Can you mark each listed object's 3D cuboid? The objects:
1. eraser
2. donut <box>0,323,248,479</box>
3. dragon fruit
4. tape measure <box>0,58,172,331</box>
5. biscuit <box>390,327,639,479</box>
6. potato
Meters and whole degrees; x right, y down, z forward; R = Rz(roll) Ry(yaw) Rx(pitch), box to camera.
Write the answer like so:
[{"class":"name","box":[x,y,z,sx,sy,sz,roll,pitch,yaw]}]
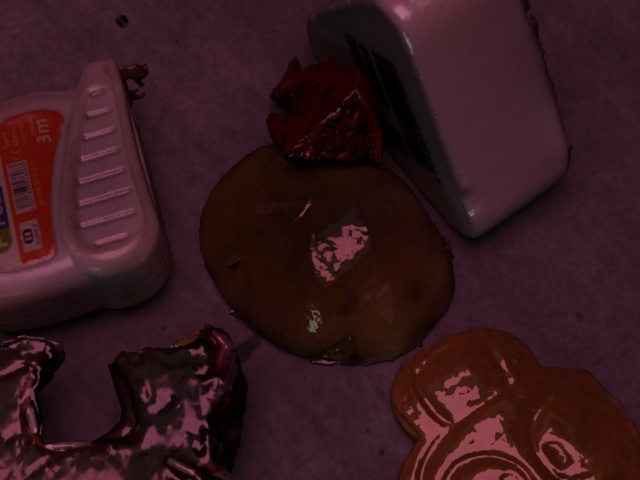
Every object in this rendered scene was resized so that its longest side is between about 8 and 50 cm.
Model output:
[{"class":"eraser","box":[0.140,-0.161,1.844,0.150,0.331,0.331,-36,71,-12]},{"class":"donut","box":[-0.241,0.218,1.730,0.345,0.136,0.259,-5,68,0]},{"class":"dragon fruit","box":[0.000,-0.131,1.876,0.122,0.092,0.192,-51,31,-2]},{"class":"tape measure","box":[-0.285,-0.042,1.849,0.265,0.130,0.258,-16,64,0]},{"class":"biscuit","box":[0.216,0.257,1.749,0.269,0.051,0.376,-32,70,-11]},{"class":"potato","box":[0.000,0.000,1.835,0.299,0.116,0.239,39,77,18]}]
